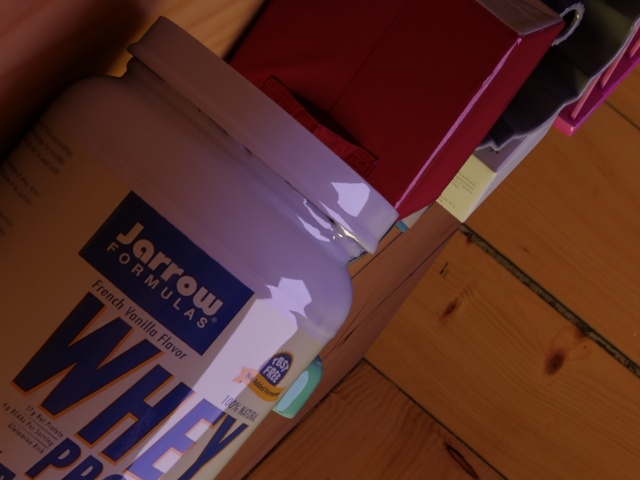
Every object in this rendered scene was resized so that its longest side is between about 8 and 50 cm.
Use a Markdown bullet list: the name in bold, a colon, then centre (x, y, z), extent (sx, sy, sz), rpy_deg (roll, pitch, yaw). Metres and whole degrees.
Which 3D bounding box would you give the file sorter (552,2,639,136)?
- **file sorter**: centre (0.315, -0.311, 2.227), extent (0.291, 0.202, 0.182), rpy_deg (-45, 168, -35)

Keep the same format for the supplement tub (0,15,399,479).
- **supplement tub**: centre (-0.128, 0.045, 1.204), extent (0.325, 0.235, 0.235), rpy_deg (-50, 173, 0)

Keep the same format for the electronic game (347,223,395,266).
- **electronic game**: centre (0.014, -0.064, 1.875), extent (0.229, 0.048, 0.229), rpy_deg (-22, 130, -28)

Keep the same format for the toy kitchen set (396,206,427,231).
- **toy kitchen set**: centre (-0.003, -0.043, 2.126), extent (0.166, 0.122, 0.207), rpy_deg (-50, 153, -2)

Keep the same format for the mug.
- **mug**: centre (-0.070, 0.162, 2.642), extent (0.097, 0.158, 0.129), rpy_deg (-53, 148, 4)

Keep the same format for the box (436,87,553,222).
- **box**: centre (0.158, -0.154, 2.119), extent (0.182, 0.181, 0.119), rpy_deg (-45, 172, -31)

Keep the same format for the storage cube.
- **storage cube**: centre (0.058, -0.150, 1.546), extent (0.193, 0.184, 0.215), rpy_deg (-54, 171, 19)

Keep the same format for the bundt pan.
- **bundt pan**: centre (0.209, -0.256, 1.943), extent (0.331, 0.124, 0.331), rpy_deg (-36, 154, -21)
